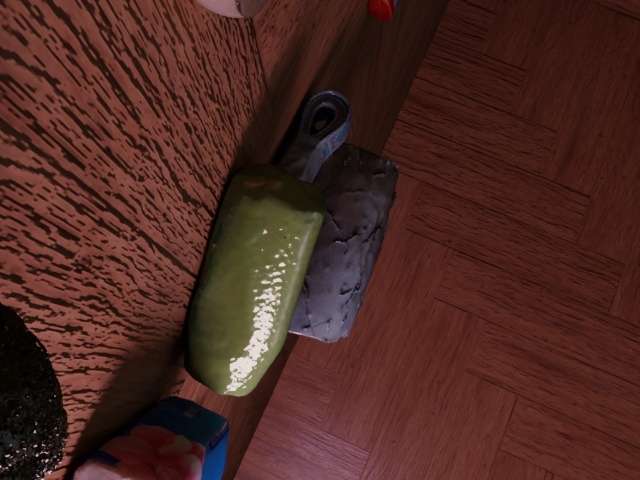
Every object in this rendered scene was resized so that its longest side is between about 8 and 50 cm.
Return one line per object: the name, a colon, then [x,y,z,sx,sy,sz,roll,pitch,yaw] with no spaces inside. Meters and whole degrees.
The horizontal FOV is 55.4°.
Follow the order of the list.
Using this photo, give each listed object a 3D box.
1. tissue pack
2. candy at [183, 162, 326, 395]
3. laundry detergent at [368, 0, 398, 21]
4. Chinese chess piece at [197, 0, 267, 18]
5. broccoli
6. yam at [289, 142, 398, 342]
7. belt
tissue pack: [-0.225,0.340,0.782,0.269,0.137,0.209,4,111,-84]
candy: [-0.097,0.062,0.858,0.132,0.142,0.343,-84,-166,-65]
laundry detergent: [0.145,-0.521,1.193,0.097,0.049,0.165,65,46,-77]
Chinese chess piece: [-0.062,-0.237,0.474,0.122,0.051,0.122,22,90,-85]
broccoli: [-0.195,0.092,0.313,0.120,0.131,0.130,-29,-156,22]
yam: [0.000,0.000,1.118,0.241,0.241,0.348,68,44,-81]
belt: [-0.034,-0.110,0.982,0.072,0.087,0.302,117,-2,-71]
